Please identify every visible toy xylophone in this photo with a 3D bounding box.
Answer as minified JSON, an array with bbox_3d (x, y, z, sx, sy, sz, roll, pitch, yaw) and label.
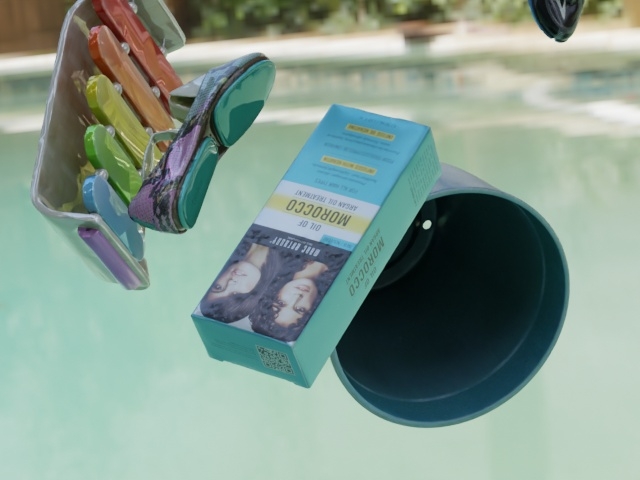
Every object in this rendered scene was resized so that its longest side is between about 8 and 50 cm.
[{"bbox_3d":[-0.193,-0.093,1.829,0.081,0.322,0.236,-8,-27,19],"label":"toy xylophone"}]

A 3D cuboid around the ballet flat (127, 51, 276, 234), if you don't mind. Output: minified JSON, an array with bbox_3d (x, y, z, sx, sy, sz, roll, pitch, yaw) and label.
[{"bbox_3d":[-0.120,-0.100,1.766,0.079,0.077,0.221,12,57,23],"label":"ballet flat"}]

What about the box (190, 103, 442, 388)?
[{"bbox_3d":[0.000,0.000,1.542,0.101,0.060,0.244,15,57,27],"label":"box"}]

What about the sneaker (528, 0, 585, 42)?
[{"bbox_3d":[0.288,-0.314,2.087,0.067,0.188,0.078,18,3,-29],"label":"sneaker"}]

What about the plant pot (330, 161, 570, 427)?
[{"bbox_3d":[0.092,0.027,2.036,0.272,0.271,0.255,-9,24,-18],"label":"plant pot"}]
